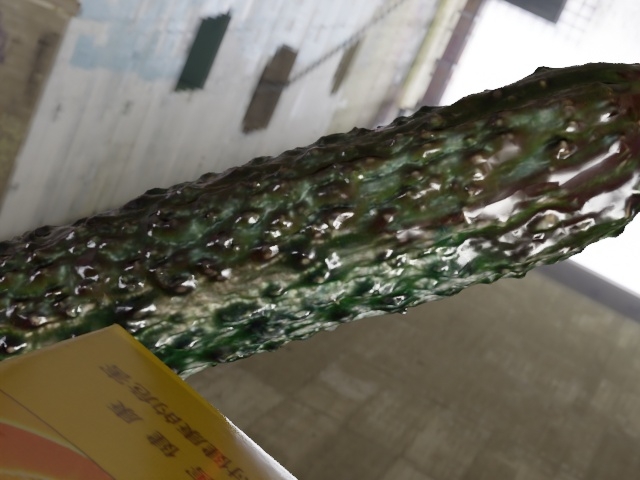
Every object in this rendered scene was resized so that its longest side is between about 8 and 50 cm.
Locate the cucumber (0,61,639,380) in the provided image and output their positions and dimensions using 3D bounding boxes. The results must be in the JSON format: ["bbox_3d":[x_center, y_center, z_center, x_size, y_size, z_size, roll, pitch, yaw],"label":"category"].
[{"bbox_3d":[0.000,0.000,0.590,0.360,0.096,0.096,-16,-169,13],"label":"cucumber"}]

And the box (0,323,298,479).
[{"bbox_3d":[-0.062,0.097,0.311,0.152,0.043,0.269,38,-167,9],"label":"box"}]
